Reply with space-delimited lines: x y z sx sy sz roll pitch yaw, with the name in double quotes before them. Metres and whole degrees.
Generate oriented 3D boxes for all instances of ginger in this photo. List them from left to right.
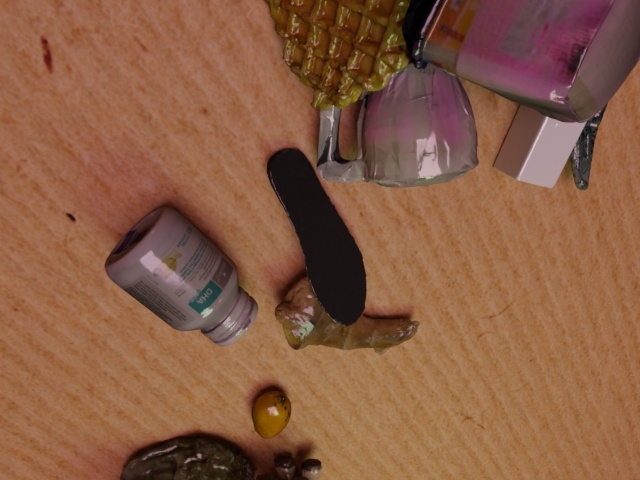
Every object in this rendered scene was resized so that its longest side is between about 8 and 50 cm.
"ginger" 0.050 0.142 0.836 0.295 0.086 0.131 13 92 -27

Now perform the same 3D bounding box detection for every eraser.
"eraser" 0.379 -0.237 0.727 0.076 0.078 0.298 11 113 -18

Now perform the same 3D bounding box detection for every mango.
"mango" -0.096 0.341 0.905 0.079 0.057 0.114 2 118 -22

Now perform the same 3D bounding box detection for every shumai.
"shumai" -0.251 0.519 0.875 0.272 0.203 0.222 -8 117 -14

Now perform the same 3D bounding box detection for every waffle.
"waffle" 0.020 -0.287 0.547 0.059 0.238 0.243 -34 110 -36

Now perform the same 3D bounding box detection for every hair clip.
"hair clip" 0.454 -0.199 0.785 0.066 0.036 0.229 -5 110 -16

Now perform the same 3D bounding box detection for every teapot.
"teapot" 0.113 -0.174 0.677 0.163 0.222 0.178 -23 110 -48

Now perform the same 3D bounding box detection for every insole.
"insole" 0.000 0.000 0.745 0.110 0.012 0.309 -34 108 -22

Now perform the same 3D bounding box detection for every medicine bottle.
"medicine bottle" -0.198 0.064 0.704 0.135 0.135 0.215 -39 117 7

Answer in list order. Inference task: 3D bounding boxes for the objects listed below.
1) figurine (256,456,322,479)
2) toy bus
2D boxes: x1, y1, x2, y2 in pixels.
"figurine" -0.058 0.646 0.920 0.241 0.306 0.411 -3 114 -1
"toy bus" 0.258 -0.221 0.519 0.386 0.162 0.171 -15 141 -55
